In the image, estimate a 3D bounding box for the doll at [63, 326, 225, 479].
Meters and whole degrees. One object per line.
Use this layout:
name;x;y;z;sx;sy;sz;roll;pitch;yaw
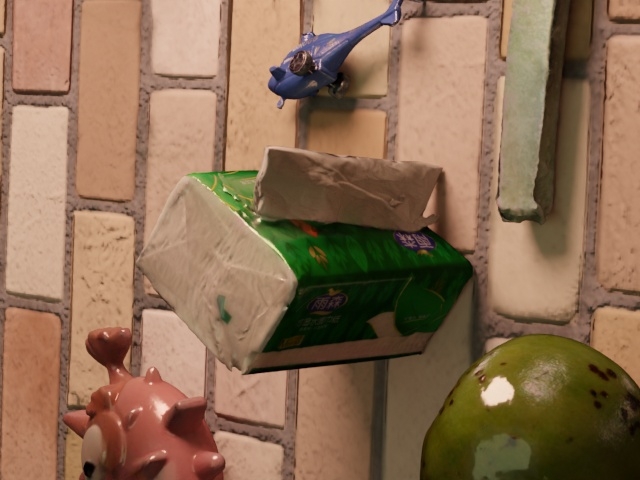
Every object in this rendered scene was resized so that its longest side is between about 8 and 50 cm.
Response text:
doll;-0.154;0.199;1.763;0.211;0.093;0.262;-27;76;47

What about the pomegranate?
pomegranate;0.181;0.171;1.413;0.224;0.181;0.181;34;115;15

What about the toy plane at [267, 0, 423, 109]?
toy plane;0.014;-0.160;1.632;0.167;0.054;0.062;-28;47;40

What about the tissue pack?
tissue pack;0.000;0.001;1.537;0.148;0.209;0.156;46;120;32

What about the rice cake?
rice cake;0.162;-0.117;1.503;0.043;0.034;0.211;9;97;34
